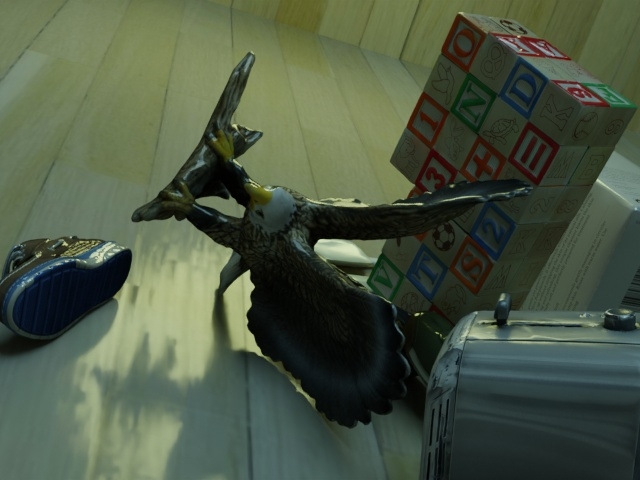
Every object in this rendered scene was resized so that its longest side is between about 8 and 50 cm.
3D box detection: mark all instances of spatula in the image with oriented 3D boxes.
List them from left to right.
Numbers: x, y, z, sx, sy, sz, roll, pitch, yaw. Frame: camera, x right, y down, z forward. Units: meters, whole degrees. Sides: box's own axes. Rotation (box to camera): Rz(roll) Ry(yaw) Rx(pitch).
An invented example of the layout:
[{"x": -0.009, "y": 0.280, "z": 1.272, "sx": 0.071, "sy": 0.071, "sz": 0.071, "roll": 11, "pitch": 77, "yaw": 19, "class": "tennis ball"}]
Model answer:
[{"x": 0.104, "y": 0.050, "z": 1.108, "sx": 0.242, "sy": 0.019, "sz": 0.168, "roll": 6, "pitch": 24, "yaw": -31, "class": "spatula"}]

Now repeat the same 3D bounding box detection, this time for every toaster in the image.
[{"x": 0.146, "y": 0.149, "z": 0.661, "sx": 0.147, "sy": 0.227, "sz": 0.129, "roll": 6, "pitch": 16, "yaw": 16, "class": "toaster"}]

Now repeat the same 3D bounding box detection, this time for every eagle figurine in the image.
[{"x": -0.004, "y": 0.000, "z": 0.839, "sx": 0.298, "sy": 0.226, "sz": 0.225, "roll": 26, "pitch": 24, "yaw": 17, "class": "eagle figurine"}]

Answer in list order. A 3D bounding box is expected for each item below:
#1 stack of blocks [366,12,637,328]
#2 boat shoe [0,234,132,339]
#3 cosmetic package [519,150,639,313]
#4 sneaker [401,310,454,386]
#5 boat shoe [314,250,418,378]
[{"x": 0.155, "y": -0.050, "z": 0.975, "sx": 0.087, "sy": 0.297, "sz": 0.171, "roll": -4, "pitch": 39, "yaw": -40, "class": "stack of blocks"}, {"x": -0.223, "y": 0.034, "z": 0.811, "sx": 0.066, "sy": 0.066, "sz": 0.183, "roll": 18, "pitch": 10, "yaw": 11, "class": "boat shoe"}, {"x": 0.294, "y": -0.021, "z": 1.207, "sx": 0.155, "sy": 0.197, "sz": 0.365, "roll": 10, "pitch": 24, "yaw": -24, "class": "cosmetic package"}, {"x": 0.142, "y": 0.115, "z": 0.818, "sx": 0.064, "sy": 0.086, "sz": 0.192, "roll": 7, "pitch": 40, "yaw": -37, "class": "sneaker"}, {"x": 0.037, "y": 0.072, "z": 0.940, "sx": 0.083, "sy": 0.065, "sz": 0.183, "roll": 4, "pitch": 32, "yaw": -38, "class": "boat shoe"}]
